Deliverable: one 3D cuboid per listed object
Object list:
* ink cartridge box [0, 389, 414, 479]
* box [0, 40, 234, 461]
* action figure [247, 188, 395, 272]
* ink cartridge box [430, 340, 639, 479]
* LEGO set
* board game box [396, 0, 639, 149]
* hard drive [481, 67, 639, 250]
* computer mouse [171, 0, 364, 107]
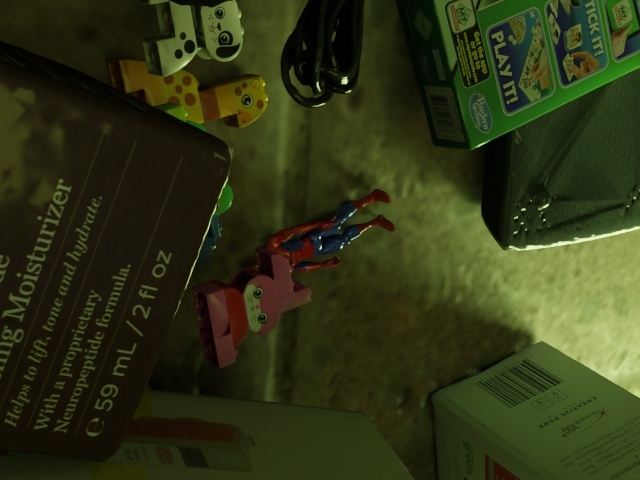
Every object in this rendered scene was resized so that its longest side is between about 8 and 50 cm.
[{"bbox_3d":[-0.156,0.229,0.550,0.384,0.160,0.279,9,105,-18],"label":"ink cartridge box"},{"bbox_3d":[-0.185,-0.015,0.485,0.203,0.167,0.169,17,99,-38],"label":"box"},{"bbox_3d":[0.000,0.000,0.711,0.115,0.030,0.038,-24,126,-22],"label":"action figure"},{"bbox_3d":[0.227,0.286,0.831,0.130,0.272,0.310,-21,120,-26],"label":"ink cartridge box"},{"bbox_3d":[-0.059,-0.055,0.613,0.093,0.087,0.227,-20,113,-30],"label":"LEGO set"},{"bbox_3d":[0.126,-0.244,0.648,0.213,0.046,0.317,-27,112,-22],"label":"board game box"},{"bbox_3d":[0.235,-0.092,0.813,0.254,0.054,0.172,-12,116,-29],"label":"hard drive"},{"bbox_3d":[-0.065,-0.202,0.525,0.262,0.060,0.184,29,56,-18],"label":"computer mouse"}]
